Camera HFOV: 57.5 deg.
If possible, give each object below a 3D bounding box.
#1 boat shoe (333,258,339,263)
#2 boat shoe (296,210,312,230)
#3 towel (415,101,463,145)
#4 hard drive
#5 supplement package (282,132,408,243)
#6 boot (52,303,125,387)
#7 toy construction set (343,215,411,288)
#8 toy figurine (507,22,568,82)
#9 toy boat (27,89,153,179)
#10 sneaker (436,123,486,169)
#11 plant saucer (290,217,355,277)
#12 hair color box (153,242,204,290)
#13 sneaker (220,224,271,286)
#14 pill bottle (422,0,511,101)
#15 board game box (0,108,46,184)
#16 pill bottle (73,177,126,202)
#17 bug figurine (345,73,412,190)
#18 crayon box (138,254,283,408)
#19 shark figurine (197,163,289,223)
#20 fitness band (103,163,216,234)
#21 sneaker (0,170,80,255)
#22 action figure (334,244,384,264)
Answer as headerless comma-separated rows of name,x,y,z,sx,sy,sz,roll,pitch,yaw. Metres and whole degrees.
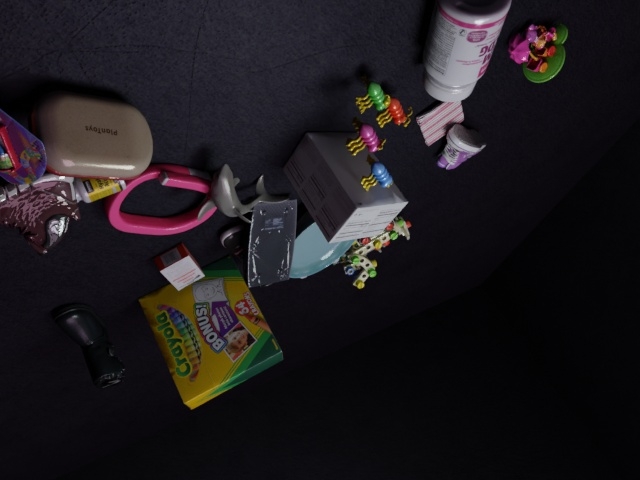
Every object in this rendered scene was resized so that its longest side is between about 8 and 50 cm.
boat shoe,0.020,0.009,2.079,0.075,0.083,0.226,-16,142,-9
boat shoe,-0.078,-0.018,1.899,0.066,0.063,0.184,-2,137,-49
towel,0.369,-0.373,1.792,0.144,0.029,0.197,-35,160,8
hard drive,-0.153,0.002,1.712,0.172,0.054,0.255,-10,113,-42
supplement package,0.065,-0.147,1.561,0.204,0.262,0.145,-10,150,-42
boot,-0.649,0.306,1.663,0.094,0.207,0.246,-28,156,-7
toy construction set,0.217,0.013,2.202,0.327,0.151,0.215,-39,127,-12
toy figurine,0.600,-0.549,1.637,0.159,0.130,0.173,6,116,-42
toy boat,-0.432,-0.181,1.081,0.151,0.151,0.231,-10,174,41
sneaker,0.443,-0.291,1.922,0.161,0.102,0.282,-38,165,26
plant saucer,0.000,0.000,1.903,0.317,0.044,0.318,-30,153,-17
hair color box,-0.409,0.078,1.699,0.093,0.053,0.167,-29,156,-8
sneaker,-0.202,0.055,1.789,0.104,0.147,0.296,-32,156,5
pill bottle,0.330,-0.470,1.372,0.160,0.160,0.283,-26,157,-13
board game box,-0.536,-0.153,0.953,0.133,0.168,0.033,-36,-159,35
pill bottle,-0.471,-0.117,1.213,0.116,0.065,0.065,-25,156,-17
bug figurine,0.149,-0.272,1.447,0.072,0.279,0.216,2,157,31
crayon box,-0.334,0.271,1.782,0.313,0.363,0.106,-26,156,-13
shark figurine,-0.193,-0.084,1.466,0.166,0.116,0.278,-57,160,9
fitness band,-0.373,-0.091,1.402,0.209,0.054,0.290,-43,154,25
sneaker,-0.590,-0.031,1.100,0.281,0.106,0.163,-21,116,-23
action figure,0.143,0.050,2.323,0.232,0.064,0.137,-18,157,-22
